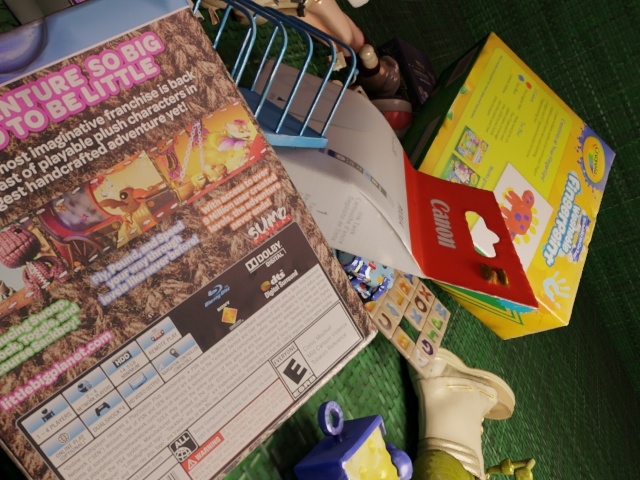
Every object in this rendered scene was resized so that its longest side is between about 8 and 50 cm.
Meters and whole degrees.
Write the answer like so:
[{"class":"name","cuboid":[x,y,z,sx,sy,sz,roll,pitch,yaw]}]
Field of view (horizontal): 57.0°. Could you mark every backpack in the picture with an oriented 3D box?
[{"class":"backpack","cuboid":[0.000,0.000,0.769,0.173,0.117,0.158,35,41,-40]}]

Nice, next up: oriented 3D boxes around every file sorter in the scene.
[{"class":"file sorter","cuboid":[-0.062,-0.160,0.545,0.118,0.104,0.170,37,23,23]}]

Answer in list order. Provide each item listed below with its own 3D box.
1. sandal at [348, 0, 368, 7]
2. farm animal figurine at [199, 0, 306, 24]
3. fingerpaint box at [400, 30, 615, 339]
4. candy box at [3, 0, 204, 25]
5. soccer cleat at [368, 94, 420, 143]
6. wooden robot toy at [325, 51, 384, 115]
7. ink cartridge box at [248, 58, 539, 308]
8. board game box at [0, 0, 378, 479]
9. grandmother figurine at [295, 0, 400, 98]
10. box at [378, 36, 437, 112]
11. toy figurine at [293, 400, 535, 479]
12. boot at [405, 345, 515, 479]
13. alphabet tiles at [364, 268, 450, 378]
[{"class":"sandal","cuboid":[-0.044,-0.585,1.032,0.416,0.102,0.169,64,15,10]},{"class":"farm animal figurine","cuboid":[-0.112,-0.387,0.740,0.330,0.172,0.326,86,1,-46]},{"class":"fingerpaint box","cuboid":[0.331,-0.106,1.111,0.371,0.163,0.445,38,58,-13]},{"class":"candy box","cuboid":[-0.235,-0.272,0.618,0.165,0.070,0.196,57,31,-16]},{"class":"soccer cleat","cuboid":[0.182,-0.224,1.262,0.318,0.109,0.116,-1,94,-63]},{"class":"wooden robot toy","cuboid":[0.049,-0.269,1.114,0.173,0.076,0.079,54,-4,-21]},{"class":"ink cartridge box","cuboid":[0.079,-0.087,0.729,0.385,0.091,0.308,18,30,-5]},{"class":"board game box","cuboid":[-0.141,0.014,0.405,0.232,0.141,0.291,-37,104,-29]},{"class":"grandmother figurine","cuboid":[0.049,-0.385,1.142,0.342,0.104,0.208,34,28,-47]},{"class":"box","cuboid":[0.247,-0.407,1.517,0.233,0.059,0.183,-6,74,-60]},{"class":"toy figurine","cuboid":[0.083,0.258,0.655,0.362,0.191,0.217,-25,84,-57]},{"class":"boot","cuboid":[0.240,0.306,0.958,0.262,0.095,0.203,34,41,-34]},{"class":"alphabet tiles","cuboid":[0.109,0.078,0.935,0.237,0.009,0.198,48,31,-2]}]
